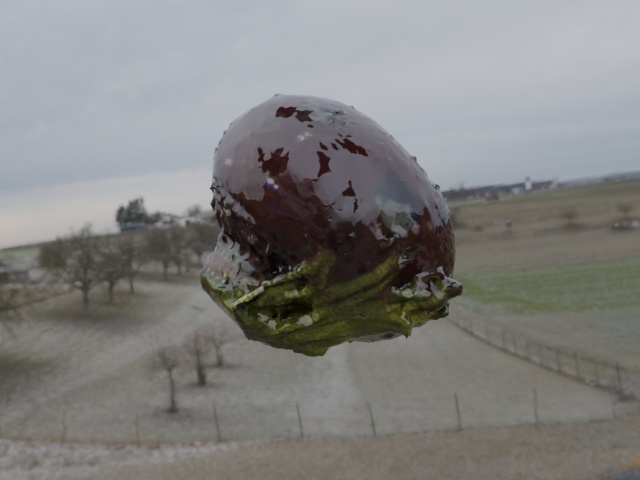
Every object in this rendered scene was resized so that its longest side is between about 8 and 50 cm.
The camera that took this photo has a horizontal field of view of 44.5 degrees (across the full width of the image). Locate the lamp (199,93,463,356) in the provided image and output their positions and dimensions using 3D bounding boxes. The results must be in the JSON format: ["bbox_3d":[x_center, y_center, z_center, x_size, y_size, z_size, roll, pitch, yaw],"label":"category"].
[{"bbox_3d":[-0.003,-0.004,0.446,0.135,0.156,0.157,-43,-1,-4],"label":"lamp"}]
